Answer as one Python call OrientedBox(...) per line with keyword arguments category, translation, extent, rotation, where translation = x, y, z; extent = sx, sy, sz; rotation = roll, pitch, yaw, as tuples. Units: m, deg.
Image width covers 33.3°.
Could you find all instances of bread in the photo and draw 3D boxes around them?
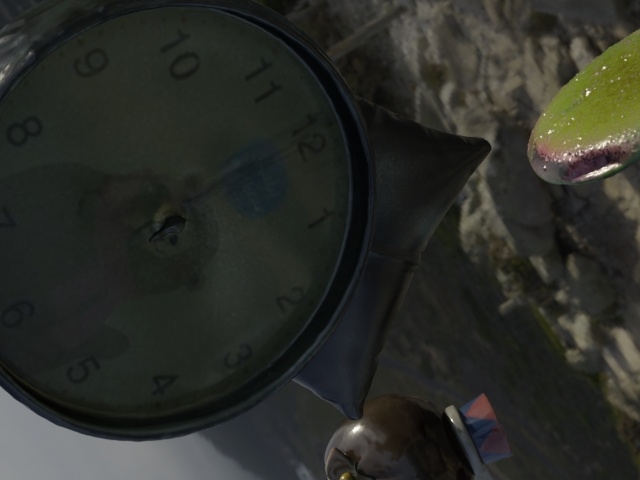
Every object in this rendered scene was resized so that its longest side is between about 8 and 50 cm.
OrientedBox(category="bread", translation=(0.278, -0.135, 0.963), extent=(0.033, 0.228, 0.228), rotation=(47, 173, -18))

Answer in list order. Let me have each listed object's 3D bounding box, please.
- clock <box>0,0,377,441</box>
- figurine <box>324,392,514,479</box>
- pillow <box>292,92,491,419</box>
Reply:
OrientedBox(category="clock", translation=(-0.090, -0.015, 0.635), extent=(0.055, 0.280, 0.281), rotation=(29, 149, 56))
OrientedBox(category="figurine", translation=(0.063, 0.249, 1.043), extent=(0.158, 0.275, 0.161), rotation=(45, -171, 35))
OrientedBox(category="pillow", translation=(0.000, 0.000, 0.832), extent=(0.186, 0.250, 0.106), rotation=(23, -173, -6))
